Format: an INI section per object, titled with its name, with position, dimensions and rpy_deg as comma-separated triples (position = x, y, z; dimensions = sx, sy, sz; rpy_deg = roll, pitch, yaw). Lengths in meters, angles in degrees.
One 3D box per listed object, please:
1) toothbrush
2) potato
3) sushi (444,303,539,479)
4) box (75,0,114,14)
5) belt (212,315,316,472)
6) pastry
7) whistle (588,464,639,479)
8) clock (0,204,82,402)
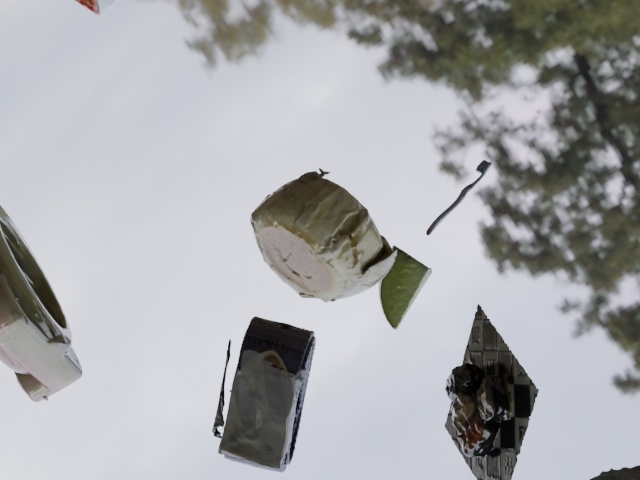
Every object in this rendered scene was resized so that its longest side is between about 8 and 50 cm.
[toothbrush]
position = 0.211, -0.066, 2.188
dimensions = 0.019, 0.013, 0.193
rpy_deg = 29, -128, 18
[potato]
position = 0.127, 0.079, 2.419
dimensions = 0.120, 0.081, 0.149
rpy_deg = -59, 173, 1
[sushi]
position = 0.225, 0.247, 2.083
dimensions = 0.047, 0.231, 0.219
rpy_deg = 0, -150, -20
[box]
position = -0.255, -0.400, 1.558
dimensions = 0.273, 0.048, 0.265
rpy_deg = 32, -116, 19
[belt]
position = -0.086, 0.226, 2.099
dimensions = 0.126, 0.230, 0.139
rpy_deg = 14, -159, 6
[pastry]
position = 0.000, 0.000, 1.581
dimensions = 0.088, 0.166, 0.166
rpy_deg = -44, -153, -26
[whistle]
position = 0.365, 0.235, 1.205
dimensions = 0.348, 0.189, 0.189
rpy_deg = 7, -134, 39
[clock]
position = -0.481, 0.067, 2.142
dimensions = 0.114, 0.284, 0.309
rpy_deg = -31, -120, -1
